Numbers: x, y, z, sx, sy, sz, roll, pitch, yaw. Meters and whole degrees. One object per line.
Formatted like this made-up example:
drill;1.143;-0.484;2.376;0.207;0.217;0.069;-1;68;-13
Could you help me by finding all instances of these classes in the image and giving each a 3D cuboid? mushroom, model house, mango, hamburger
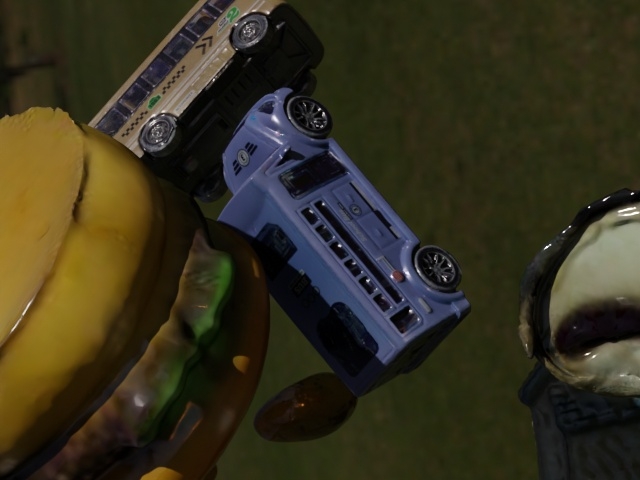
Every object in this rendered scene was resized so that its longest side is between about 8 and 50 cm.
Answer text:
mushroom;0.334;0.084;1.571;0.130;0.344;0.247;0;-80;-58
model house;0.338;0.144;2.258;0.298;0.243;0.284;10;-116;-85
mango;-0.015;0.172;2.012;0.079;0.114;0.057;100;147;-56
hamburger;-0.225;0.092;1.766;0.277;0.396;0.395;38;-163;-32

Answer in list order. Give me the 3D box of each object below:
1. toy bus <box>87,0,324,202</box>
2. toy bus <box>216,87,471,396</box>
toy bus;-0.141;-0.178;2.398;0.157;0.289;0.139;38;176;41
toy bus;0.000;0.000;1.889;0.292;0.133;0.125;50;135;12
